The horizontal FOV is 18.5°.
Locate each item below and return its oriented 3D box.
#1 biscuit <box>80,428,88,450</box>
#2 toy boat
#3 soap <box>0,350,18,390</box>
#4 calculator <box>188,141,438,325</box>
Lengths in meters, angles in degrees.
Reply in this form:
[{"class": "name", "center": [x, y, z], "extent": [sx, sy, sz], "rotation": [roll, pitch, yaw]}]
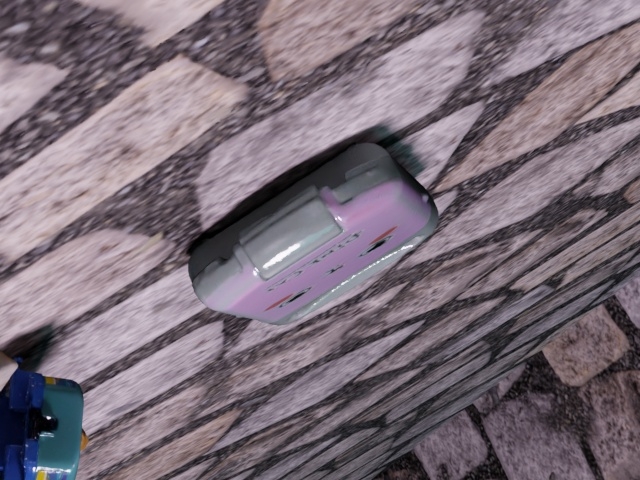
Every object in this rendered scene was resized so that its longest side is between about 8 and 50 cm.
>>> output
[{"class": "biscuit", "center": [-0.269, 0.189, 1.345], "extent": [0.228, 0.031, 0.176], "rotation": [-33, 168, 2]}, {"class": "toy boat", "center": [-0.201, 0.121, 1.150], "extent": [0.110, 0.091, 0.175], "rotation": [7, 161, -13]}, {"class": "soap", "center": [-0.268, 0.111, 0.736], "extent": [0.259, 0.143, 0.281], "rotation": [-23, 162, -37]}, {"class": "calculator", "center": [0.000, 0.000, 1.208], "extent": [0.141, 0.045, 0.246], "rotation": [-32, 170, 5]}]
